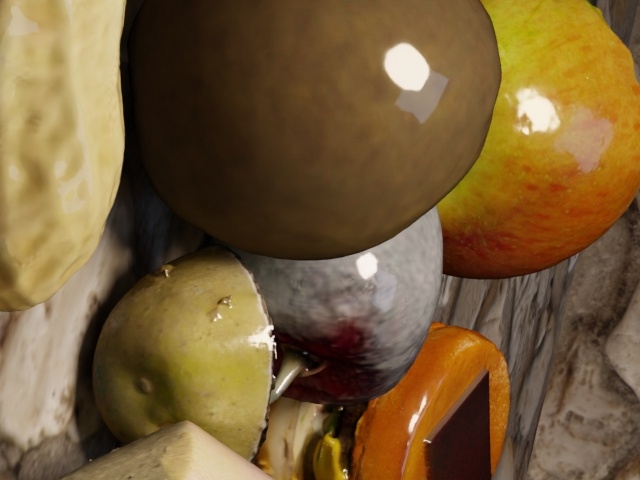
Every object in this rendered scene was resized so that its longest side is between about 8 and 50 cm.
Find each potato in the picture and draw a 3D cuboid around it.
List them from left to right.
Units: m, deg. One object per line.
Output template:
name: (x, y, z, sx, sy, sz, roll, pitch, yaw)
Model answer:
potato: (-0.126, 0.107, 1.385, 0.117, 0.182, 0.202, -5, 130, -32)

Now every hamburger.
hamburger: (0.053, 0.193, 1.771, 0.291, 0.225, 0.291, -38, 134, -52)

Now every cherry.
cherry: (0.004, 0.027, 1.568, 0.255, 0.218, 0.296, 74, 23, -57)

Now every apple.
apple: (0.177, -0.123, 1.800, 0.339, 0.339, 0.339, 11, 90, -71)

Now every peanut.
peanut: (-0.192, -0.104, 1.057, 0.152, 0.152, 0.313, -40, 140, -61)

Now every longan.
longan: (-0.004, -0.122, 1.344, 0.297, 0.297, 0.297, 11, 90, -71)

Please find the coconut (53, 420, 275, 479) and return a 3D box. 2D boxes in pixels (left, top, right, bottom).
coconut: (-0.118, 0.298, 1.264, 0.297, 0.309, 0.297, -53, -172, 11)
